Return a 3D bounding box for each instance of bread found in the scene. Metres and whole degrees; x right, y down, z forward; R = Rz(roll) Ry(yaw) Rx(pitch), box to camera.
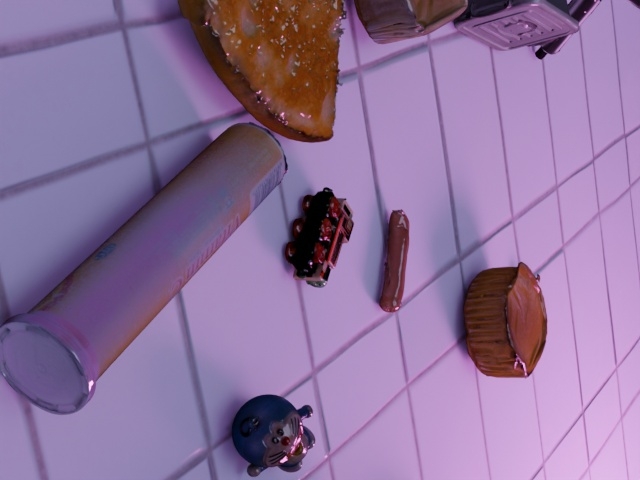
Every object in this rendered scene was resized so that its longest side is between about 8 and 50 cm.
[{"bbox_3d":[0.117,-0.393,1.704,0.210,0.110,0.192,-44,119,-51],"label":"bread"},{"bbox_3d":[0.317,0.140,2.024,0.199,0.104,0.199,16,71,-57],"label":"bread"}]

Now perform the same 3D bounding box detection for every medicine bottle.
[{"bbox_3d":[-0.169,0.011,1.232,0.426,0.108,0.108,-50,130,-49],"label":"medicine bottle"}]

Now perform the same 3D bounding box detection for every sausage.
[{"bbox_3d":[0.113,0.030,1.752,0.042,0.036,0.157,109,-11,-78],"label":"sausage"}]

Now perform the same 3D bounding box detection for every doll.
[{"bbox_3d":[-0.056,0.238,1.429,0.114,0.085,0.152,-60,151,-13],"label":"doll"}]

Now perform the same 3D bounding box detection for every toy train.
[{"bbox_3d":[0.000,0.000,1.557,0.087,0.050,0.138,54,46,-48],"label":"toy train"}]

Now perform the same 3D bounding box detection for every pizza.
[{"bbox_3d":[-0.061,-0.258,1.427,0.323,0.089,0.223,43,60,-52],"label":"pizza"}]

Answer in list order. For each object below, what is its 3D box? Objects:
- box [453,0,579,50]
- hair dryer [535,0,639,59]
[{"bbox_3d":[0.334,-0.427,2.027,0.243,0.163,0.135,7,74,-57],"label":"box"},{"bbox_3d":[0.436,-0.469,2.164,0.320,0.284,0.155,41,32,-8],"label":"hair dryer"}]
